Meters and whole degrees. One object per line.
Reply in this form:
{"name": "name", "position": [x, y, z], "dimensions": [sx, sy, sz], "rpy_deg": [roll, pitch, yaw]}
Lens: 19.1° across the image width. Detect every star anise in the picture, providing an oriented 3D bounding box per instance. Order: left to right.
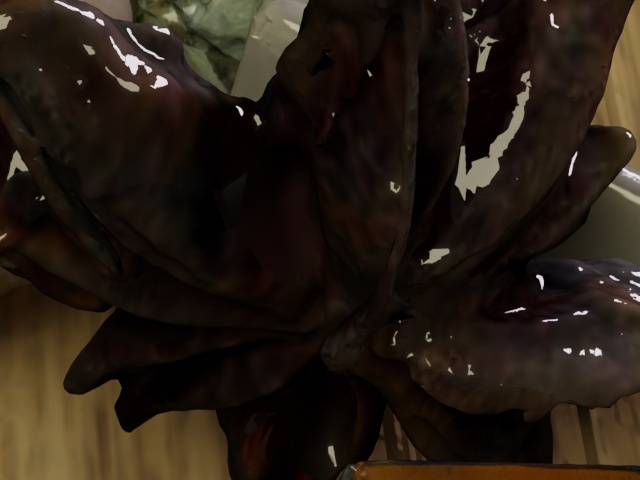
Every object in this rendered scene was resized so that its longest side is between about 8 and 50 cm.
{"name": "star anise", "position": [0.005, 0.000, 0.543], "dimensions": [0.212, 0.283, 0.129], "rpy_deg": [-26, 42, 28]}

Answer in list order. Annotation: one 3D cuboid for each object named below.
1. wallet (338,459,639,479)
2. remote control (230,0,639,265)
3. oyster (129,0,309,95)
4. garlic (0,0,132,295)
{"name": "wallet", "position": [0.092, 0.144, 0.541], "dimensions": [0.195, 0.042, 0.161], "rpy_deg": [3, 65, -28]}
{"name": "remote control", "position": [0.088, 0.000, 0.614], "dimensions": [0.261, 0.067, 0.029], "rpy_deg": [27, 40, 9]}
{"name": "oyster", "position": [-0.035, -0.108, 0.706], "dimensions": [0.199, 0.087, 0.252], "rpy_deg": [-19, 53, 2]}
{"name": "garlic", "position": [-0.177, -0.060, 0.648], "dimensions": [0.228, 0.152, 0.228], "rpy_deg": [-1, 84, 13]}
